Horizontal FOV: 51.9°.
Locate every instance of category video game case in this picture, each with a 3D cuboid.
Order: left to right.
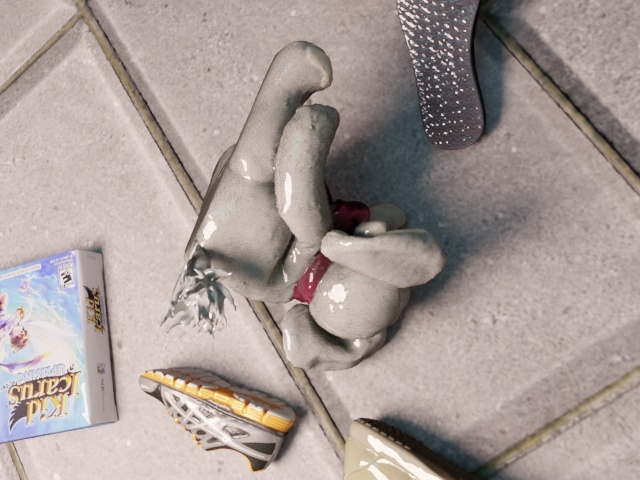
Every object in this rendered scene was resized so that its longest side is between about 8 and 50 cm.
[{"bbox_3d":[-0.430,0.162,0.949,0.270,0.061,0.244,-15,77,19],"label":"video game case"}]

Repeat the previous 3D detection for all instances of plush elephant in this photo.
[{"bbox_3d":[0.000,0.000,0.718,0.272,0.256,0.329,-50,21,48],"label":"plush elephant"}]

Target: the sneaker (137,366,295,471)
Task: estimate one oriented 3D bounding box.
[{"bbox_3d":[-0.140,0.214,0.812,0.215,0.084,0.083,17,92,23],"label":"sneaker"}]

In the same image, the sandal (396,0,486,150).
[{"bbox_3d":[0.141,-0.233,0.758,0.097,0.054,0.254,1,108,19],"label":"sandal"}]

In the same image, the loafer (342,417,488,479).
[{"bbox_3d":[0.133,0.285,0.684,0.269,0.102,0.092,27,93,33],"label":"loafer"}]
